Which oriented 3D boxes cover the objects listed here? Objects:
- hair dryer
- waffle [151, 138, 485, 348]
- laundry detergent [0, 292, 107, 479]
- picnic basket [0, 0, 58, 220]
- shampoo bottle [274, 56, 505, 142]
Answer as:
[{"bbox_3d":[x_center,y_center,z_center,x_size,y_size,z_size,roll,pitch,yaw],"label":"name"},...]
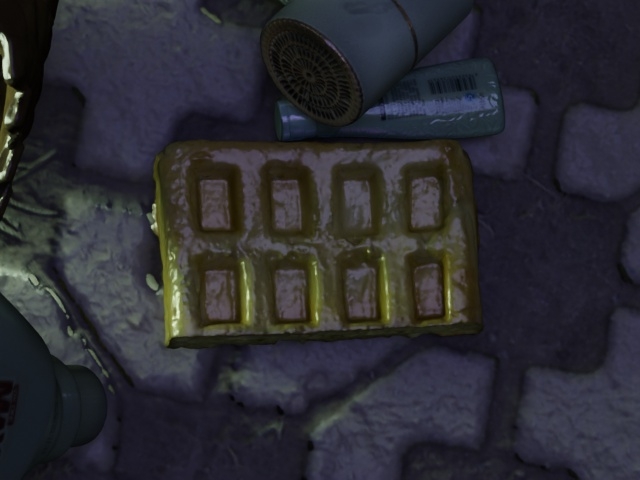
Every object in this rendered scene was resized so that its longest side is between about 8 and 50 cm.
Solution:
[{"bbox_3d":[-0.053,-0.259,1.353,0.357,0.107,0.173,38,59,12],"label":"hair dryer"},{"bbox_3d":[0.000,0.000,1.331,0.274,0.057,0.168,-1,80,-8],"label":"waffle"},{"bbox_3d":[-0.297,0.105,1.124,0.124,0.398,0.264,20,99,34],"label":"laundry detergent"},{"bbox_3d":[-0.352,-0.110,1.171,0.291,0.254,0.321,19,45,-3],"label":"picnic basket"},{"bbox_3d":[0.057,-0.111,1.366,0.190,0.041,0.069,-8,80,-9],"label":"shampoo bottle"}]
